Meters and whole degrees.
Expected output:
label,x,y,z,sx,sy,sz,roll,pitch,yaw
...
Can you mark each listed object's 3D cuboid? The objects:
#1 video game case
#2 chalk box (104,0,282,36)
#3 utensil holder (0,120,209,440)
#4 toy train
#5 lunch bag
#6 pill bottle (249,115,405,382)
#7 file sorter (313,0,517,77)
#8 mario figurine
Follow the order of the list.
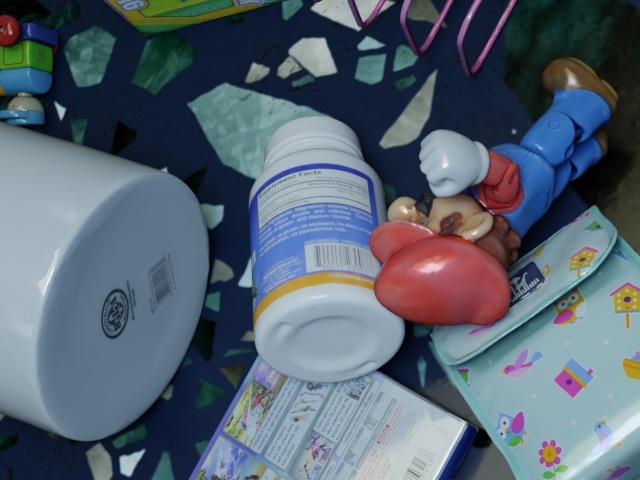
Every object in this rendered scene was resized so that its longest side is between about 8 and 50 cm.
label,x,y,z,sx,sy,sz,roll,pitch,yaw
video game case,-0.004,0.255,1.125,0.244,0.061,0.269,28,86,26
chalk box,-0.136,-0.396,1.317,0.289,0.180,0.179,-10,70,21
utensil holder,-0.369,0.025,1.206,0.385,0.327,0.327,17,81,25
toy train,-0.479,-0.220,1.460,0.248,0.105,0.143,-2,87,22
lunch bag,0.245,0.109,1.015,0.223,0.160,0.262,-40,49,12
pill bottle,0.000,0.000,1.127,0.152,0.152,0.272,-20,47,16
file sorter,0.080,-0.328,1.159,0.291,0.202,0.182,30,91,12
mario figurine,0.150,-0.053,1.042,0.320,0.198,0.170,-45,27,-27
